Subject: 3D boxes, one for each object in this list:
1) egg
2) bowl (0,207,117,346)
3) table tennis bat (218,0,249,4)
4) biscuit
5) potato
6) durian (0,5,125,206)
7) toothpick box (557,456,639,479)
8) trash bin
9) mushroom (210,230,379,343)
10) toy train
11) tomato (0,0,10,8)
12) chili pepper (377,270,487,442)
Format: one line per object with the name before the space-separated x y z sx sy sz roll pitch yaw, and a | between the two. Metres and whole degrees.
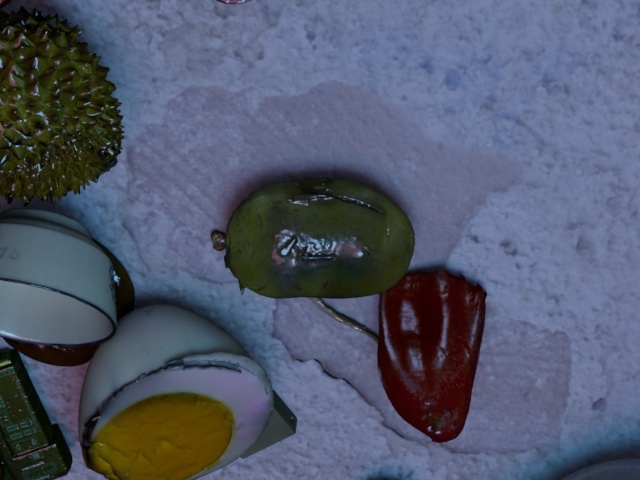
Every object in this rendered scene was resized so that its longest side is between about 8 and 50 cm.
egg | -0.209 0.204 1.972 0.264 0.174 0.286 -14 136 -12
bowl | -0.367 0.039 1.849 0.238 0.126 0.237 8 159 3
table tennis bat | -0.150 -0.387 1.777 0.234 0.022 0.131 38 110 -17
biscuit | -0.359 0.079 1.981 0.212 0.036 0.212 0 114 0
potato | 0.000 0.000 1.884 0.248 0.143 0.169 5 125 -2
durian | -0.382 -0.154 1.770 0.293 0.258 0.258 -18 114 28
toothpick box | 0.458 0.549 1.985 0.409 0.409 0.425 -26 117 12
trash bin | -0.088 0.266 2.061 0.092 0.043 0.061 -32 110 15
mushroom | -0.029 0.063 1.981 0.286 0.026 0.028 31 127 -14
toy train | -0.451 0.251 2.036 0.137 0.090 0.225 -19 113 1
tomato | -0.418 -0.357 1.754 0.139 0.091 0.159 9 111 2
chili pepper | 0.139 0.157 1.902 0.144 0.252 0.136 34 129 -22
